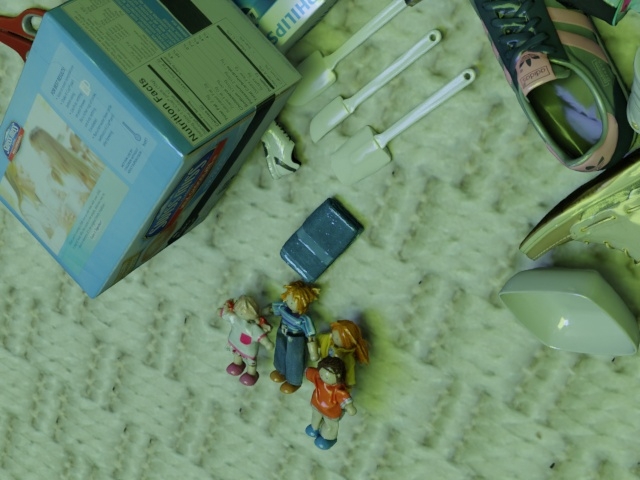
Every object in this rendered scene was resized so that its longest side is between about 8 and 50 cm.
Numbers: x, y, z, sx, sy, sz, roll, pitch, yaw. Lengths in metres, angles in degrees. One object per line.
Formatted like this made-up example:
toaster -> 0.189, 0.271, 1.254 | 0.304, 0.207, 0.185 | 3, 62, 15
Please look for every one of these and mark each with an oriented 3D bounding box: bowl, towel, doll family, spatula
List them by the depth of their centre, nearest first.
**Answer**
bowl -> 0.299, 0.079, 1.255 | 0.142, 0.053, 0.142 | 0, 144, 48
spatula -> 0.070, -0.190, 1.318 | 0.242, 0.019, 0.168 | -35, 87, 32
towel -> 0.000, 0.000, 1.422 | 0.067, 0.029, 0.119 | 45, 124, 3
doll family -> -0.021, 0.146, 1.461 | 0.263, 0.118, 0.163 | 32, 129, 33

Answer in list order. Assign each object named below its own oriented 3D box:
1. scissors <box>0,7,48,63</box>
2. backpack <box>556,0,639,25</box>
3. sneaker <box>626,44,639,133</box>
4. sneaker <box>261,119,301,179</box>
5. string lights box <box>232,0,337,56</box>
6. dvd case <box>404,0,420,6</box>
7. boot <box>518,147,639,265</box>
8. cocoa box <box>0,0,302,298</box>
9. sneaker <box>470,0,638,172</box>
scissors -> -0.470, -0.319, 1.534 | 0.297, 0.021, 0.109 | 31, 123, 14
backpack -> 0.324, -0.316, 1.047 | 0.144, 0.166, 0.188 | 26, 123, 14
sneaker -> 0.426, -0.220, 1.075 | 0.292, 0.169, 0.108 | -36, 74, -1
sneaker -> -0.056, -0.136, 1.394 | 0.043, 0.040, 0.109 | -15, 108, 14
string lights box -> -0.103, -0.355, 1.297 | 0.260, 0.077, 0.133 | 49, 123, 0
dvd case -> 0.157, -0.381, 1.155 | 0.221, 0.018, 0.165 | -28, 72, 33
boot -> 0.351, 0.005, 1.223 | 0.213, 0.077, 0.165 | -37, 94, 33
cocoa box -> -0.231, -0.136, 1.315 | 0.231, 0.228, 0.347 | 46, 138, 3
sneaker -> 0.236, -0.217, 1.151 | 0.112, 0.131, 0.319 | -34, 89, 33
